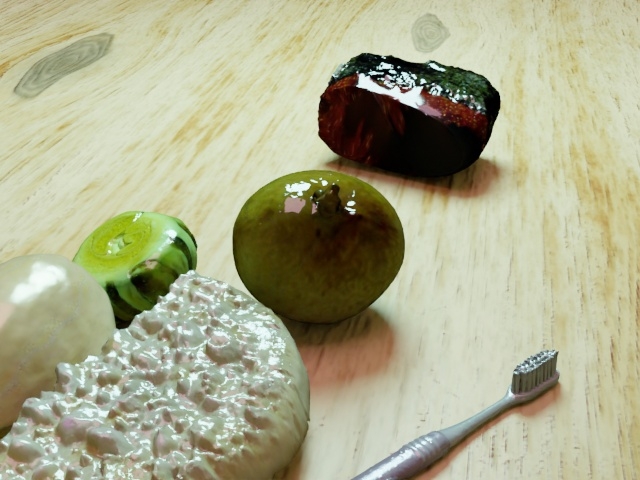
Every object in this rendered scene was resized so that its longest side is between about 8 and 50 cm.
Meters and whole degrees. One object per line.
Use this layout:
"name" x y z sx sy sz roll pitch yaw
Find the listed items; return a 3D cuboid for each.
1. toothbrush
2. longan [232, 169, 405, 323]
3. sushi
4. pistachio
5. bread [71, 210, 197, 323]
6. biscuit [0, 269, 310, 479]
"toothbrush" 0.064 0.159 0.657 0.354 0.029 0.024 -22 31 -33
"longan" 0.000 0.000 0.813 0.155 0.176 0.145 -28 74 -26
"sushi" 0.114 -0.161 1.141 0.225 0.136 0.126 18 42 23
"pistachio" -0.242 0.089 0.709 0.145 0.117 0.200 11 32 12
"bread" -0.177 0.027 0.848 0.139 0.071 0.130 -8 36 31
"biscuit" -0.105 0.134 0.660 0.179 0.084 0.281 18 36 24
